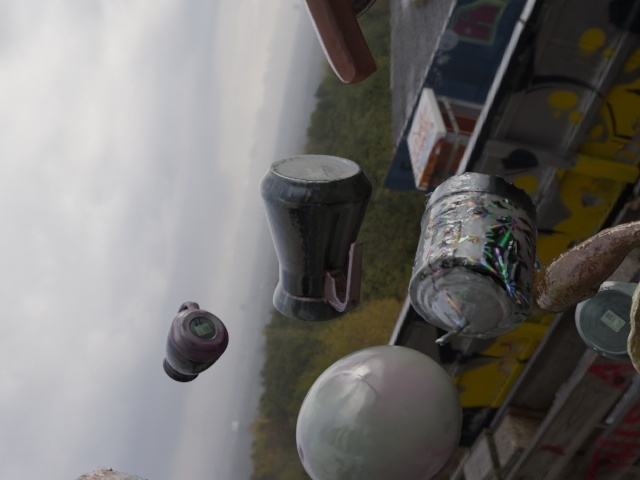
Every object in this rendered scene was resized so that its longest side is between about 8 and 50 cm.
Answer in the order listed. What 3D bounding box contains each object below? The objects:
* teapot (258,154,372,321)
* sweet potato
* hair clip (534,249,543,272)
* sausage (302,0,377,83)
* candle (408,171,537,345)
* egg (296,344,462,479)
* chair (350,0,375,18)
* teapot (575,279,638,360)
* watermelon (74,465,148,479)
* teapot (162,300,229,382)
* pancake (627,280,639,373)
[{"bbox_3d":[0.000,0.000,1.361,0.300,0.253,0.344,37,133,52],"label":"teapot"},{"bbox_3d":[0.316,0.031,0.710,0.226,0.068,0.068,124,158,-47],"label":"sweet potato"},{"bbox_3d":[0.562,-0.005,1.596,0.140,0.054,0.220,3,-102,-75],"label":"hair clip"},{"bbox_3d":[-0.001,-0.179,0.412,0.035,0.030,0.147,-118,2,-70],"label":"sausage"},{"bbox_3d":[0.225,0.052,0.890,0.187,0.187,0.330,108,-177,-48],"label":"candle"},{"bbox_3d":[0.042,0.127,0.418,0.103,0.135,0.103,6,99,42],"label":"egg"},{"bbox_3d":[-0.055,-0.495,0.911,0.175,0.326,0.183,-46,43,38],"label":"chair"},{"bbox_3d":[0.677,0.159,1.345,0.203,0.225,0.171,50,120,27],"label":"teapot"},{"bbox_3d":[-0.245,0.301,0.679,0.180,0.094,0.081,117,176,-64],"label":"watermelon"},{"bbox_3d":[-0.265,0.203,1.173,0.116,0.148,0.146,-24,-26,-49],"label":"teapot"},{"bbox_3d":[0.741,0.176,1.204,0.049,0.283,0.282,-173,93,-79],"label":"pancake"}]
